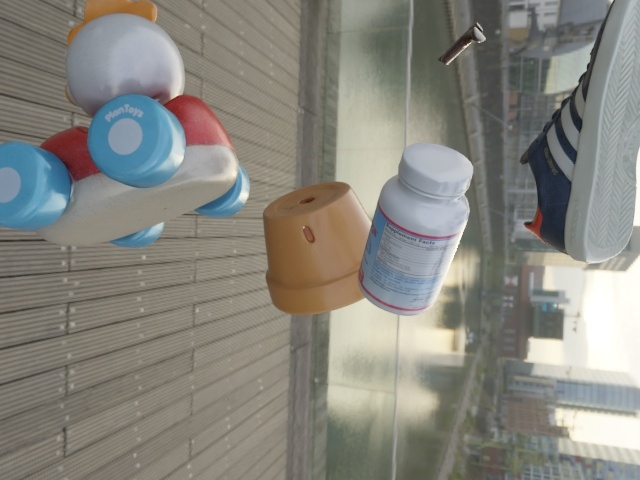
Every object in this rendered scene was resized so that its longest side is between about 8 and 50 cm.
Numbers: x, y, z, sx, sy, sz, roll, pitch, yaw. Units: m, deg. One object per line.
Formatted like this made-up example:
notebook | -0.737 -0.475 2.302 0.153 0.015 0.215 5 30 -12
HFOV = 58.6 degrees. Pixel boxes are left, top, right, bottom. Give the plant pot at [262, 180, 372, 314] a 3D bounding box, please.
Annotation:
plant pot | 0.000 0.000 1.251 0.291 0.290 0.204 -55 132 -58

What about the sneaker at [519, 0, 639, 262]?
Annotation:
sneaker | 0.349 -0.153 0.764 0.148 0.131 0.351 31 -65 60

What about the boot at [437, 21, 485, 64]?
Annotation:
boot | 0.313 -0.431 1.282 0.037 0.114 0.106 46 33 -12

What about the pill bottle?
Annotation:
pill bottle | 0.093 -0.010 0.560 0.087 0.087 0.160 -62 167 -52

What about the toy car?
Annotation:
toy car | -0.206 -0.131 0.570 0.219 0.210 0.238 29 43 -77
